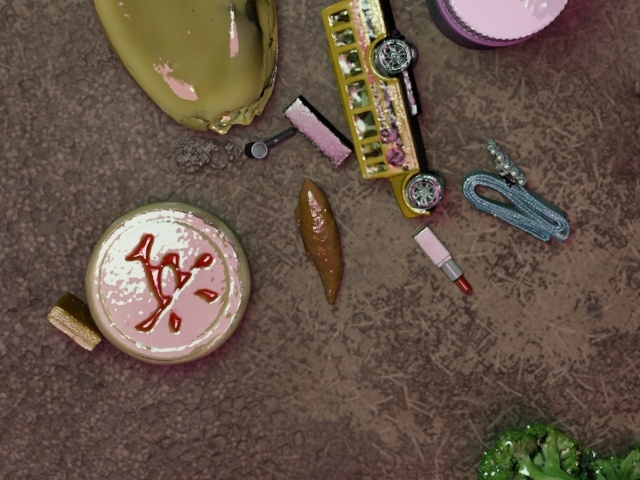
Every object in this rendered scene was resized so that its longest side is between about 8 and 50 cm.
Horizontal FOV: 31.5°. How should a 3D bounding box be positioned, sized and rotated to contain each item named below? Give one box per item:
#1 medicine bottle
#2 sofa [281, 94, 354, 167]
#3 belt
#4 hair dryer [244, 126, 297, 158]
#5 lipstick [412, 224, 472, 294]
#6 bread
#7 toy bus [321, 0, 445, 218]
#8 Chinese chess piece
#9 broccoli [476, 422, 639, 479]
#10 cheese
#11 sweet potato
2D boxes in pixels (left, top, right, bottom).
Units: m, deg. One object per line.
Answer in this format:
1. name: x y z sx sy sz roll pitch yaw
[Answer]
1. medicine bottle: 0.240 -0.355 1.566 0.178 0.291 0.178 0 98 2
2. sofa: -0.003 -0.166 1.715 0.118 0.060 0.039 44 103 -6
3. belt: 0.306 -0.067 1.725 0.179 0.065 0.100 29 106 -5
4. hair dryer: -0.075 -0.152 1.732 0.083 0.047 0.026 -31 105 -14
5. lipstick: 0.194 0.035 1.754 0.030 0.030 0.129 -39 96 6
6. bread: -0.371 0.124 1.747 0.090 0.094 0.035 37 98 -6
7. toy bus: 0.097 -0.197 1.680 0.122 0.121 0.336 -12 98 12
8. Chinese chess piece: -0.230 0.064 1.721 0.249 0.103 0.250 0 91 -5
9. broccoli: 0.404 0.457 1.681 0.310 0.321 0.414 -36 73 31
10. cheese: -0.180 -0.310 1.670 0.259 0.128 0.316 -23 91 12
11. sweet potato: 0.000 0.000 1.743 0.068 0.060 0.206 -7 102 40
